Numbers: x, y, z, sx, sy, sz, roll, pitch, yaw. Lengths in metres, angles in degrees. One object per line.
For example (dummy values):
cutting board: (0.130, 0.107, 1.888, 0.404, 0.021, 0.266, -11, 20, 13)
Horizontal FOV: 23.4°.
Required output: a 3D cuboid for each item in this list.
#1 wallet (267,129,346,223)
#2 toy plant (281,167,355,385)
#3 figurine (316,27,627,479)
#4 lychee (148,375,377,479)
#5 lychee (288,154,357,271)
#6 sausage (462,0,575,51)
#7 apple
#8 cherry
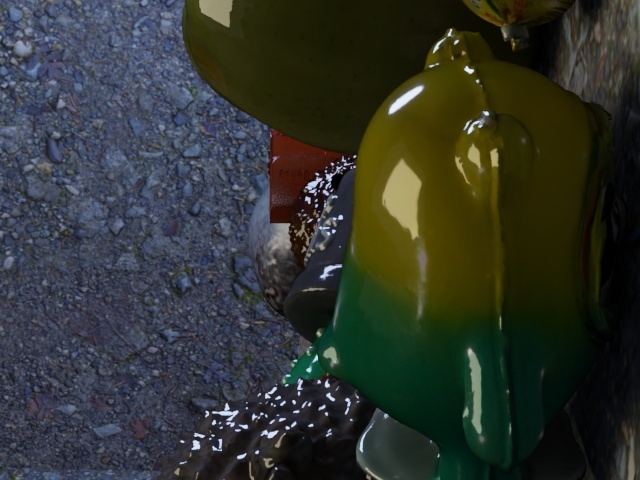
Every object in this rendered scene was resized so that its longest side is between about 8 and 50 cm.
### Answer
wallet: (0.029, -0.089, 2.144, 0.045, 0.204, 0.142, 98, 172, -68)
toy plant: (0.033, 0.119, 1.712, 0.279, 0.185, 0.400, -22, 43, 52)
figurine: (0.110, 0.028, 1.147, 0.323, 0.231, 0.340, -101, 8, -62)
lychee: (0.011, 0.320, 1.372, 0.380, 0.380, 0.432, -94, -8, -48)
lychee: (0.051, -0.019, 1.991, 0.238, 0.200, 0.200, 72, -166, -59)
sausage: (0.162, -0.324, 1.233, 0.123, 0.123, 0.347, -149, 62, -84)
apple: (0.044, -0.248, 1.456, 0.357, 0.357, 0.357, -178, 90, -85)
cherry: (0.000, 0.000, 2.396, 0.296, 0.218, 0.255, 119, 154, -54)
